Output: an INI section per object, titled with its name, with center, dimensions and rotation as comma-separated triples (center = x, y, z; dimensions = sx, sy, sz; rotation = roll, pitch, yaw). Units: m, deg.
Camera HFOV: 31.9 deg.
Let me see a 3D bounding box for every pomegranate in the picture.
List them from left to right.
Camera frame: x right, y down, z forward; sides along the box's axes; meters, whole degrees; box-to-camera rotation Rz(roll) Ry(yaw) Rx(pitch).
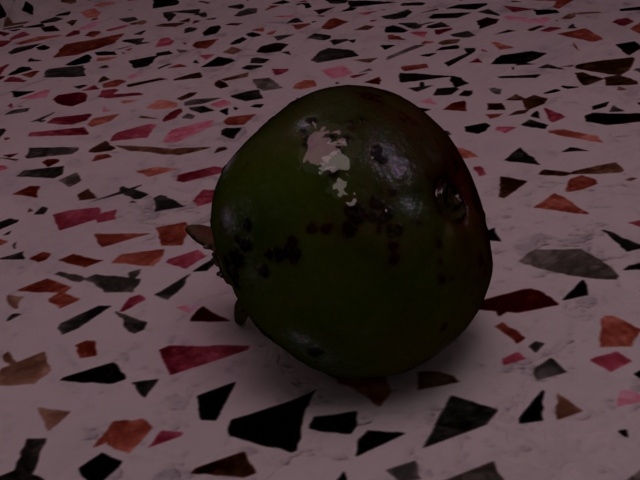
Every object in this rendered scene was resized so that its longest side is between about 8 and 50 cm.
[pomegranate]
center = -0.003, 0.000, 1.090
dimensions = 0.323, 0.290, 0.291
rotation = -12, 25, 16
